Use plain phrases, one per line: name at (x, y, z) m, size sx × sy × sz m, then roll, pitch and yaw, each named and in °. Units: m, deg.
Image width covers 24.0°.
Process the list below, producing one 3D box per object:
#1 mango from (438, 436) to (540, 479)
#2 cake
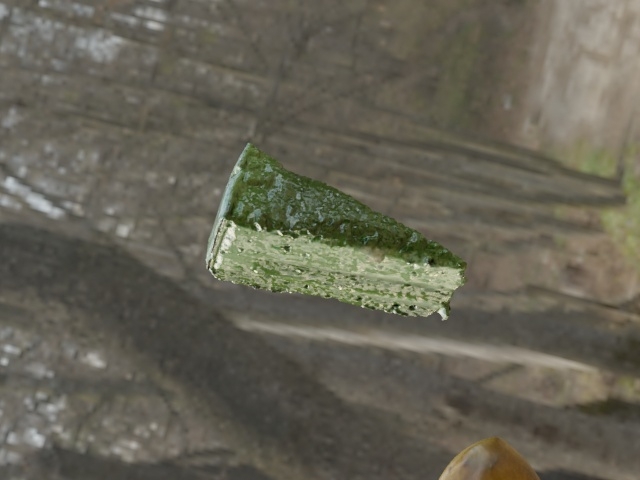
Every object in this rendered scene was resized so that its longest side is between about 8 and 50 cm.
mango at (0.179, 0.288, 1.233) m, size 0.177 × 0.295 × 0.120 m, roll -45°, pitch 16°, yaw -10°
cake at (0.018, -0.006, 1.381) m, size 0.100 × 0.235 × 0.099 m, roll 115°, pitch 164°, yaw -51°
